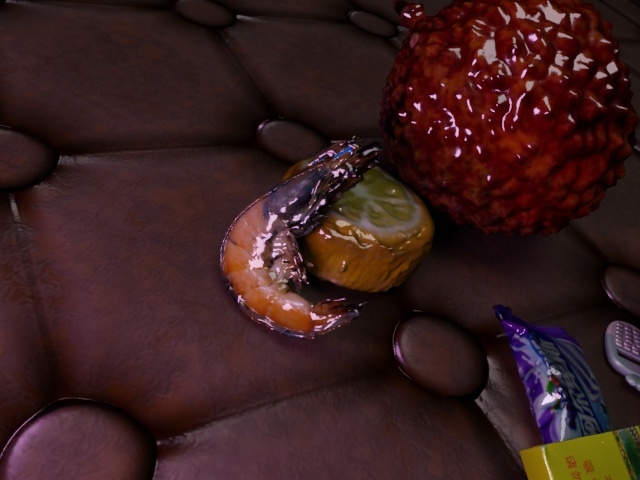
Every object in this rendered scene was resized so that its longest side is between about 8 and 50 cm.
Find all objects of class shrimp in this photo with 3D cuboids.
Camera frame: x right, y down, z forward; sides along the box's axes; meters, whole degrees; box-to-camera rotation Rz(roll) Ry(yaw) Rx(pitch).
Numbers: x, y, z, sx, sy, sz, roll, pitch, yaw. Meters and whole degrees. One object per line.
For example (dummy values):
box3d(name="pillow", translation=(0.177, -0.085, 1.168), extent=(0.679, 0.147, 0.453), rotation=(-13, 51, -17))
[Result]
box3d(name="shrimp", translation=(0.000, 0.000, 0.798), extent=(0.222, 0.290, 0.054), rotation=(49, 7, 24))

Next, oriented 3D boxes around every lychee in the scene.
box3d(name="lychee", translation=(0.294, -0.238, 1.034), extent=(0.500, 0.424, 0.424), rotation=(51, 45, 1))

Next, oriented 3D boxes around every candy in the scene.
box3d(name="candy", translation=(0.053, -0.034, 0.946), extent=(0.259, 0.118, 0.260), rotation=(15, 40, -13))
box3d(name="candy", translation=(0.336, 0.213, 0.848), extent=(0.145, 0.070, 0.275), rotation=(12, 44, -23))

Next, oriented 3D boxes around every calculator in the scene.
box3d(name="calculator", translation=(0.509, 0.188, 0.986), extent=(0.095, 0.021, 0.153), rotation=(25, 40, 3))

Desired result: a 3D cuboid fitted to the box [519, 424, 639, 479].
box3d(name="box", translation=(0.413, 0.323, 0.743), extent=(0.334, 0.047, 0.187), rotation=(-1, 63, -25))
